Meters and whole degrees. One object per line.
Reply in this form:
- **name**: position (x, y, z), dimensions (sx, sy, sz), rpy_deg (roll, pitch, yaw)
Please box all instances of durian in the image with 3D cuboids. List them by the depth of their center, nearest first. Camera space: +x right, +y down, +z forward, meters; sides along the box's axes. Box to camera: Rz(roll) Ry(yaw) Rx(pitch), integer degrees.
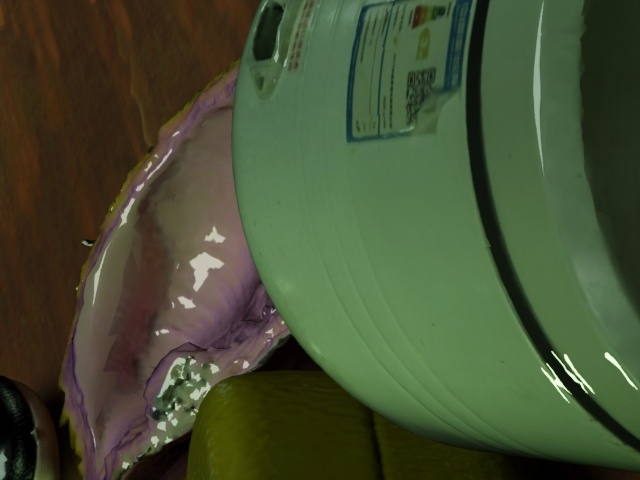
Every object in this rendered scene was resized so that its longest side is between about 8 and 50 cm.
- **durian**: position (0.000, -0.001, 0.854), dimensions (0.341, 0.112, 0.191), rpy_deg (-45, 35, 33)

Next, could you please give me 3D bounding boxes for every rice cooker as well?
- **rice cooker**: position (0.105, -0.038, 0.577), dimensions (0.244, 0.226, 0.226), rpy_deg (-1, 80, 63)

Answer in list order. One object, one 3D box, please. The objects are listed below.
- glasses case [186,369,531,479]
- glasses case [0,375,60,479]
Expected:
- **glasses case**: position (0.021, 0.230, 0.700), dimensions (0.173, 0.141, 0.371), rpy_deg (123, 148, -73)
- **glasses case**: position (-0.234, 0.236, 1.196), dimensions (0.122, 0.075, 0.314), rpy_deg (41, 116, 58)
